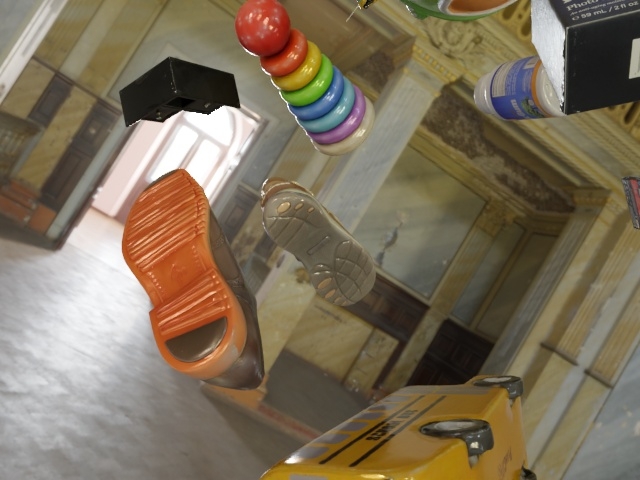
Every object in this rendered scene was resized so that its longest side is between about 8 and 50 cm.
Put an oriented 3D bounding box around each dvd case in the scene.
[{"bbox_3d":[0.490,-0.048,0.781,0.119,0.013,0.087,-109,178,-78],"label":"dvd case"}]

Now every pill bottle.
[{"bbox_3d":[0.513,-0.379,1.345,0.152,0.152,0.272,32,-4,-22],"label":"pill bottle"}]

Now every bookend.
[{"bbox_3d":[-0.266,-0.267,1.017,0.157,0.072,0.156,-16,-6,35],"label":"bookend"}]

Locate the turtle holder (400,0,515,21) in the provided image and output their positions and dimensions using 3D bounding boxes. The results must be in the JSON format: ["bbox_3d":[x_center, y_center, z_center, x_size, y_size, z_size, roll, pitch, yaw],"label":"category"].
[{"bbox_3d":[0.145,-0.400,0.542,0.243,0.320,0.227,1,15,10],"label":"turtle holder"}]

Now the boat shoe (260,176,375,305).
[{"bbox_3d":[0.000,0.000,0.973,0.324,0.123,0.116,55,4,-42],"label":"boat shoe"}]

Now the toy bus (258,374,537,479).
[{"bbox_3d":[0.093,0.190,0.444,0.130,0.108,0.332,-9,-7,26],"label":"toy bus"}]

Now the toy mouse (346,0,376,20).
[{"bbox_3d":[0.125,-0.582,1.209,0.031,0.161,0.143,55,-7,2],"label":"toy mouse"}]

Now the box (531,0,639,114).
[{"bbox_3d":[0.562,-0.409,0.977,0.296,0.294,0.183,-9,-47,14],"label":"box"}]

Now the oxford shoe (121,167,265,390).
[{"bbox_3d":[-0.168,0.044,0.717,0.133,0.130,0.364,54,8,-49],"label":"oxford shoe"}]

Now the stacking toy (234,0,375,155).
[{"bbox_3d":[-0.033,-0.291,0.944,0.141,0.141,0.330,29,-7,41],"label":"stacking toy"}]
